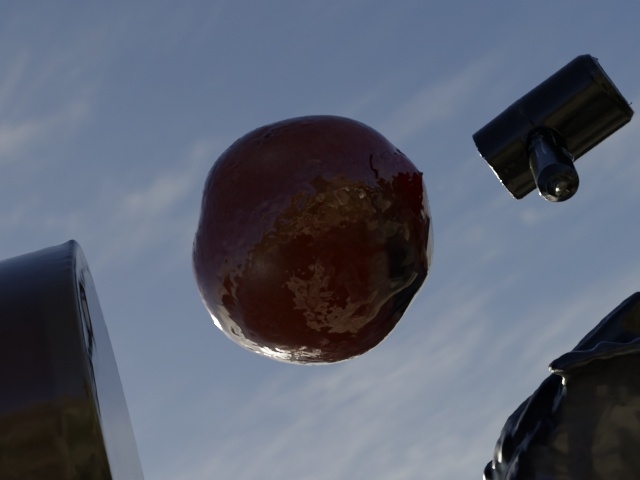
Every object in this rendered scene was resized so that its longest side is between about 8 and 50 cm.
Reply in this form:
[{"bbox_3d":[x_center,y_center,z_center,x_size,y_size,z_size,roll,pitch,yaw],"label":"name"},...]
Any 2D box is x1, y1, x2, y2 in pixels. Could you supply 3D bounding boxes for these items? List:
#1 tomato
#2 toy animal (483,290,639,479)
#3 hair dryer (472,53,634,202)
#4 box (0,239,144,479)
[{"bbox_3d":[0.000,0.000,1.397,0.184,0.208,0.208,1,-6,30],"label":"tomato"},{"bbox_3d":[0.141,0.149,0.871,0.185,0.122,0.298,-69,-15,-56],"label":"toy animal"},{"bbox_3d":[0.189,-0.074,1.335,0.124,0.071,0.219,-37,11,14],"label":"hair dryer"},{"bbox_3d":[-0.198,0.159,0.890,0.216,0.301,0.301,-14,-24,-7],"label":"box"}]
